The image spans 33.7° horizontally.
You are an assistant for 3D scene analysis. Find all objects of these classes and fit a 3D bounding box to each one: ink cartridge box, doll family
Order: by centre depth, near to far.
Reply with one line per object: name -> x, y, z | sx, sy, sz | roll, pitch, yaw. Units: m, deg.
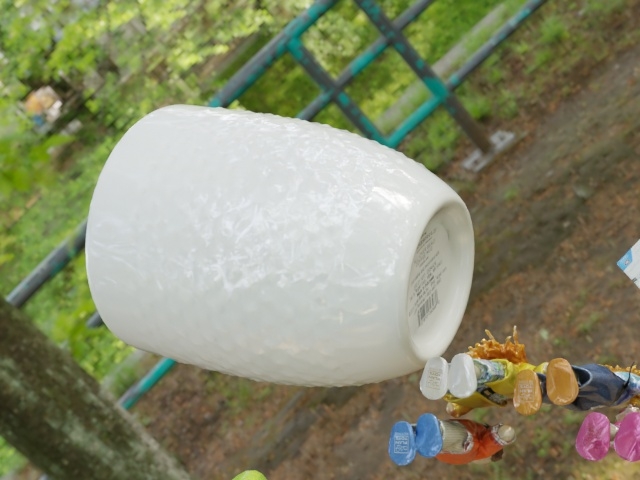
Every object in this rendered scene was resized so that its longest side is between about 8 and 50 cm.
doll family -> 0.189, 0.123, 0.856 | 0.263, 0.163, 0.118 | -7, 76, 35
ink cartridge box -> 0.386, 0.038, 1.217 | 0.048, 0.028, 0.083 | -49, 37, 16

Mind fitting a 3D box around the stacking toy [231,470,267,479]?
stacking toy -> -0.092, 0.217, 0.288 | 0.309, 0.130, 0.279 | -39, -6, -46

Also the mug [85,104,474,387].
mug -> 0.000, 0.000, 1.122 | 0.328, 0.276, 0.374 | 10, 20, 29
